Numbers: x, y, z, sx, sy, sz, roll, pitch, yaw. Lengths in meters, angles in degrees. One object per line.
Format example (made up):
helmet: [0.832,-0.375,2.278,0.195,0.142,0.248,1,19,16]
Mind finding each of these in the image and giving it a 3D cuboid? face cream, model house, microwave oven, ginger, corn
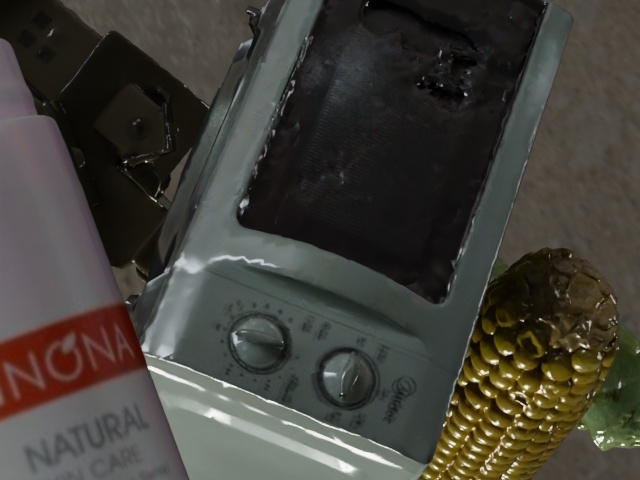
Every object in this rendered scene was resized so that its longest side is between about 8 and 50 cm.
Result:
face cream: [-0.117,0.050,0.656,0.102,0.102,0.345,-21,88,-6]
model house: [-0.179,-0.043,1.243,0.243,0.204,0.211,39,93,-3]
microwave oven: [0.000,0.000,1.012,0.181,0.295,0.237,22,154,-3]
ginger: [0.228,0.110,1.774,0.137,0.290,0.089,-61,154,-8]
corn: [0.105,0.111,1.148,0.119,0.119,0.322,0,148,-18]
